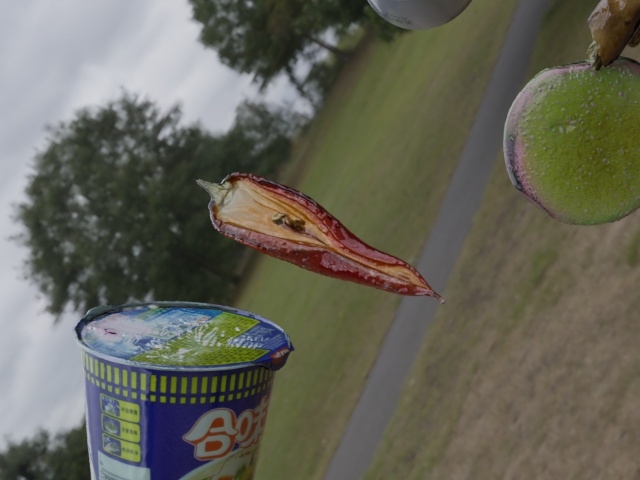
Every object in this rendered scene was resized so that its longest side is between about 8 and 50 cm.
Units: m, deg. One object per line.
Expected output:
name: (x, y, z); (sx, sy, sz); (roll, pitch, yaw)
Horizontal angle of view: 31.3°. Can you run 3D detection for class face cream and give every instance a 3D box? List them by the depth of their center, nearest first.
face cream: (0.090, -0.256, 1.055); (0.117, 0.117, 0.104); (-60, -14, 8)

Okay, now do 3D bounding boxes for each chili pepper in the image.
chili pepper: (0.000, 0.000, 0.726); (0.045, 0.178, 0.027); (-64, -14, -16)

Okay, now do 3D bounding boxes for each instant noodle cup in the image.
instant noodle cup: (-0.186, 0.263, 1.478); (0.284, 0.284, 0.312); (-75, -10, -77)

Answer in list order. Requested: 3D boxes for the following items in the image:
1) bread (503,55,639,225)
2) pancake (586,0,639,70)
bread: (0.346, -0.126, 1.463); (0.228, 0.228, 0.033); (-60, 5, 17)
pancake: (0.397, -0.303, 1.342); (0.212, 0.056, 0.257); (-27, -31, -40)
